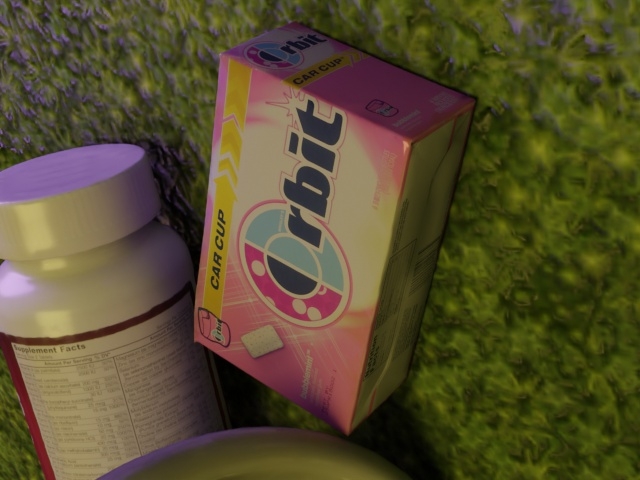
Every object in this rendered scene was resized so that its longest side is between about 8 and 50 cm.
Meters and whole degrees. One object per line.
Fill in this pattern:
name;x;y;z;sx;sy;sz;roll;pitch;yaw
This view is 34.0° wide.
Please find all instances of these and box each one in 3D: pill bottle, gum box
pill bottle;-0.127;0.061;0.631;0.121;0.121;0.221;5;116;37
gum box;0.000;0.000;0.535;0.107;0.062;0.188;28;128;25

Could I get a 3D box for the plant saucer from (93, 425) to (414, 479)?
plant saucer;-0.070;0.288;0.527;0.100;0.400;0.400;4;116;48
